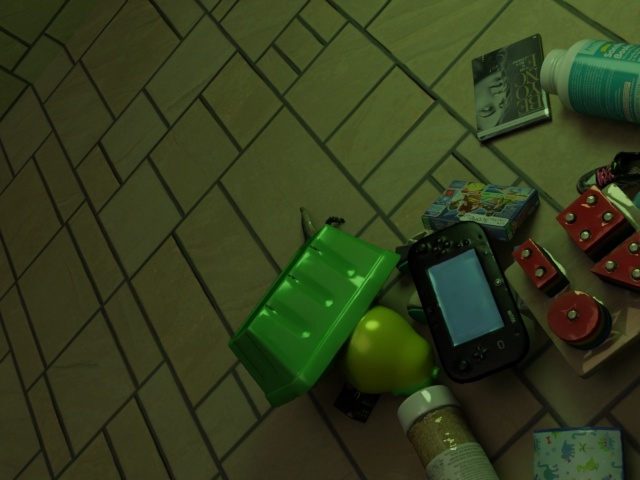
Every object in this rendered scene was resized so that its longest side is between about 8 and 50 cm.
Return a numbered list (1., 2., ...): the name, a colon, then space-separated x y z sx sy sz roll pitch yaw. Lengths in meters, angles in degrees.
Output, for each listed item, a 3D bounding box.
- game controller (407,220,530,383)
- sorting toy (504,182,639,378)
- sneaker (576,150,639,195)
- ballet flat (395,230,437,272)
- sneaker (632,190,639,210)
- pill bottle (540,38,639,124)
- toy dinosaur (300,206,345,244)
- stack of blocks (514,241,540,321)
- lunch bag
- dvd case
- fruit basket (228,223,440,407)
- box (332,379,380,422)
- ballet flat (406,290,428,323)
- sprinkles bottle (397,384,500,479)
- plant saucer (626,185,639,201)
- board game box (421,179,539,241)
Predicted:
1. game controller: 0.276 0.111 1.639 0.167 0.067 0.319 -30 55 20
2. sorting toy: 0.467 0.056 1.488 0.257 0.089 0.255 -42 50 16
3. sneaker: 0.559 -0.130 1.634 0.170 0.075 0.063 -16 60 33
4. ballet flat: 0.241 0.003 1.834 0.203 0.074 0.074 -26 55 30
5. sneaker: 0.625 -0.107 1.553 0.162 0.073 0.063 -37 54 4
6. pill bottle: 0.561 -0.308 1.669 0.264 0.146 0.146 21 84 42
7. toy dinosaur: 0.000 0.000 2.038 0.118 0.064 0.268 -33 49 31
8. stack of blocks: 0.507 0.077 1.568 0.297 0.087 0.171 -12 63 35
9. lunch bag: 0.444 0.385 1.467 0.151 0.096 0.128 -19 58 43
10. dvd case: 0.412 -0.332 1.889 0.165 0.018 0.221 -17 60 32
11. fruit basket: 0.054 0.195 1.767 0.283 0.392 0.391 139 141 -63
12. box: 0.079 0.330 1.818 0.062 0.052 0.083 29 89 43
13. ballet flat: 0.282 0.138 1.734 0.248 0.086 0.086 13 78 43
14. sprinkles bottle: 0.261 0.437 1.571 0.121 0.121 0.355 -40 50 17
15. plant saucer: 0.604 -0.064 1.607 0.083 0.015 0.083 -17 60 32
16. board game box: 0.326 -0.064 1.774 0.201 0.035 0.136 11 45 42
